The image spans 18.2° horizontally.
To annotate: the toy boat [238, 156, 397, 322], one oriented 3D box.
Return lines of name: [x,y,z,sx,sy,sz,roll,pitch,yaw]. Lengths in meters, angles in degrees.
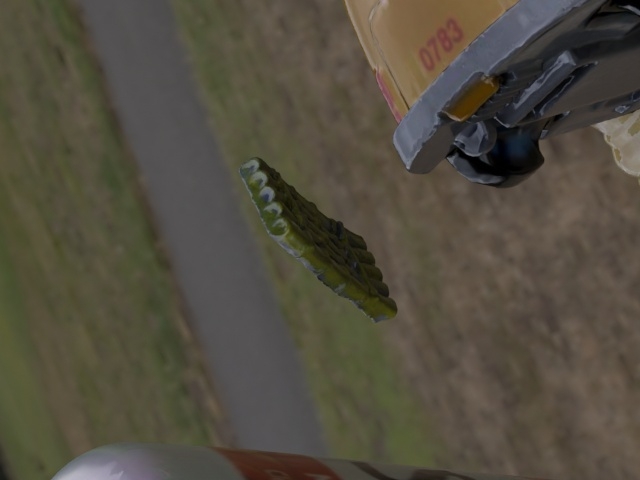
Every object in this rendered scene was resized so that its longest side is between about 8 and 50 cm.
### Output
toy boat: [0.000,0.000,1.084,0.115,0.016,0.063,38,-160,-50]

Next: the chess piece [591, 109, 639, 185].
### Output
chess piece: [0.134,-0.067,0.927,0.122,0.066,0.066,41,172,-11]

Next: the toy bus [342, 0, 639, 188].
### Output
toy bus: [0.103,-0.114,0.694,0.136,0.209,0.126,63,144,15]

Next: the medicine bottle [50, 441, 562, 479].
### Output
medicine bottle: [0.025,0.196,0.614,0.252,0.241,0.252,-172,90,-68]
